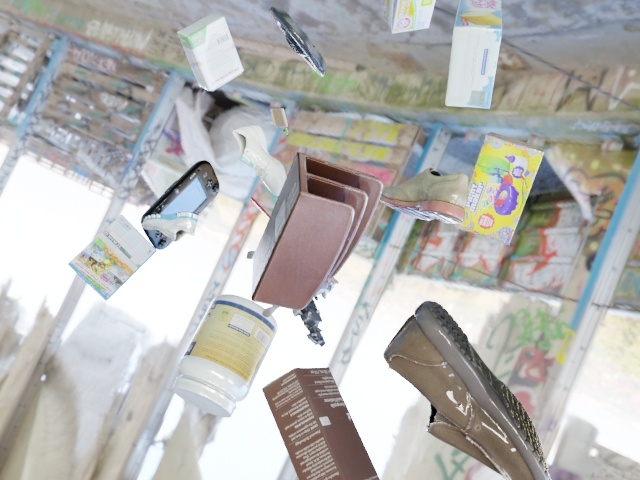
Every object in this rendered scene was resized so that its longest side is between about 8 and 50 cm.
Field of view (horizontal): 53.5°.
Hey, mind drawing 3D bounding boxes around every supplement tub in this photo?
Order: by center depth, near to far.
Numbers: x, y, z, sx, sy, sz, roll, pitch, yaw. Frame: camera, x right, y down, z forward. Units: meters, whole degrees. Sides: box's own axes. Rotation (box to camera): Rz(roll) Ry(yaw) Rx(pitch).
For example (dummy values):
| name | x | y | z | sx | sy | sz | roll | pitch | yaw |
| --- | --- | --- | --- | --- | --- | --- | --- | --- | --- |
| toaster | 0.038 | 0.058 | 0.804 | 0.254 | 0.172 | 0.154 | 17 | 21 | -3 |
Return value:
| name | x | y | z | sx | sy | sz | roll | pitch | yaw |
| --- | --- | --- | --- | --- | --- | --- | --- | --- | --- |
| supplement tub | -0.286 | 0.346 | 1.910 | 0.228 | 0.316 | 0.228 | 19 | 151 | 11 |

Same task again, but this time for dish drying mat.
| name | x | y | z | sx | sy | sz | roll | pitch | yaw |
| --- | --- | --- | --- | --- | --- | --- | --- | --- | --- |
| dish drying mat | -0.149 | -0.078 | 1.635 | 0.083 | 0.008 | 0.032 | 47 | 173 | 9 |

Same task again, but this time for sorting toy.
| name | x | y | z | sx | sy | sz | roll | pitch | yaw |
| --- | --- | --- | --- | --- | --- | --- | --- | --- | --- |
| sorting toy | -0.120 | -0.359 | 1.918 | 0.062 | 0.012 | 0.083 | 11 | 123 | 48 |

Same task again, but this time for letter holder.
| name | x | y | z | sx | sy | sz | roll | pitch | yaw |
| --- | --- | --- | --- | --- | --- | --- | --- | --- | --- |
| letter holder | 0.000 | 0.000 | 1.359 | 0.214 | 0.302 | 0.152 | 16 | -144 | -16 |

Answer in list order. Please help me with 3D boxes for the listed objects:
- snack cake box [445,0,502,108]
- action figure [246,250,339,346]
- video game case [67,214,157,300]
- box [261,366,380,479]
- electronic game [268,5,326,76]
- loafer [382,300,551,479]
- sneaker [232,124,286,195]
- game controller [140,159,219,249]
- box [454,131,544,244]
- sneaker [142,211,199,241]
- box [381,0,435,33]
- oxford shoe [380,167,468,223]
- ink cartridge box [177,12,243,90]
| name | x | y | z | sx | sy | sz | roll | pitch | yaw |
| --- | --- | --- | --- | --- | --- | --- | --- | --- | --- |
| snack cake box | 0.307 | -0.383 | 1.271 | 0.089 | 0.152 | 0.264 | 6 | -146 | 11 |
| action figure | -0.053 | 0.155 | 1.976 | 0.330 | 0.178 | 0.341 | -2 | -122 | -53 |
| video game case | -0.473 | 0.038 | 1.454 | 0.119 | 0.166 | 0.015 | 49 | 150 | -16 |
| box | 0.006 | 0.541 | 1.727 | 0.191 | 0.143 | 0.381 | 18 | -138 | -60 |
| electronic game | -0.062 | -0.537 | 1.718 | 0.229 | 0.048 | 0.229 | 49 | -174 | -7 |
| loafer | 0.227 | 0.264 | 0.988 | 0.366 | 0.130 | 0.134 | 54 | -163 | -4 |
| sneaker | -0.168 | -0.208 | 1.678 | 0.094 | 0.080 | 0.212 | -15 | -109 | -48 |
| game controller | -0.449 | -0.118 | 2.054 | 0.067 | 0.319 | 0.166 | 28 | 152 | 21 |
| box | 0.555 | -0.171 | 1.973 | 0.177 | 0.290 | 0.279 | 20 | -163 | 14 |
| sneaker | -0.449 | -0.035 | 1.880 | 0.191 | 0.083 | 0.071 | -5 | 167 | 25 |
| box | 0.237 | -0.662 | 1.672 | 0.114 | 0.103 | 0.203 | -12 | 152 | -9 |
| oxford shoe | 0.279 | -0.128 | 1.697 | 0.123 | 0.130 | 0.348 | 20 | 178 | -31 |
| ink cartridge box | -0.379 | -0.652 | 2.203 | 0.093 | 0.154 | 0.212 | 34 | 153 | 44 |
